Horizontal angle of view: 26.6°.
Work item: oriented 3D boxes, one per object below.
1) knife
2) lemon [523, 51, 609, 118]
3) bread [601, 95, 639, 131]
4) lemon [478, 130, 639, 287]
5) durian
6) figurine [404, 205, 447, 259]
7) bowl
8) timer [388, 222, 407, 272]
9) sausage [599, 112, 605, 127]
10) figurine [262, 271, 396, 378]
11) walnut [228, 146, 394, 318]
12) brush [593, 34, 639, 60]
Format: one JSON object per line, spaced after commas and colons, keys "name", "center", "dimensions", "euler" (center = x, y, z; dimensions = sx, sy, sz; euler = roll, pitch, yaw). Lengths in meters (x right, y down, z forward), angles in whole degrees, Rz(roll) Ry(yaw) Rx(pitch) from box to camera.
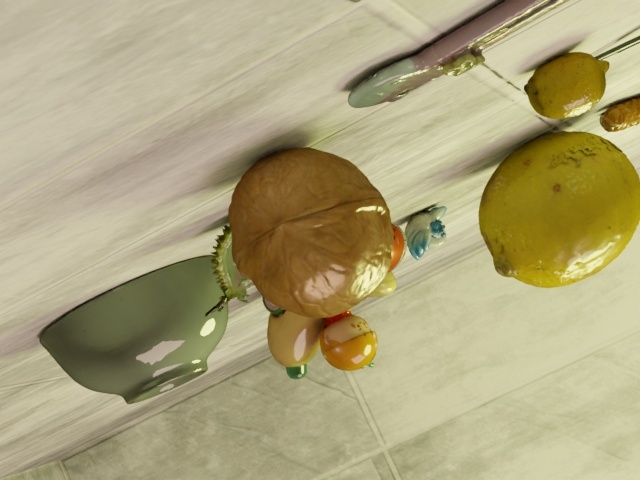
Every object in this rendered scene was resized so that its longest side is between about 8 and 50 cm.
{"name": "knife", "center": [0.202, -0.224, 1.324], "dimensions": [0.398, 0.038, 0.132], "euler": [-30, 174, 25]}
{"name": "lemon", "center": [0.314, -0.196, 1.706], "dimensions": [0.110, 0.082, 0.082], "euler": [-20, 174, 15]}
{"name": "bread", "center": [0.549, -0.224, 2.364], "dimensions": [0.157, 0.044, 0.052], "euler": [-20, 155, -41]}
{"name": "lemon", "center": [0.402, -0.049, 2.288], "dimensions": [0.310, 0.258, 0.258], "euler": [-38, 176, -18]}
{"name": "durian", "center": [-0.081, 0.010, 1.747], "dimensions": [0.215, 0.100, 0.086], "euler": [-35, 167, 16]}
{"name": "figurine", "center": [0.197, -0.012, 2.545], "dimensions": [0.114, 0.079, 0.114], "euler": [-159, -90, -85]}
{"name": "bowl", "center": [-0.248, 0.148, 1.974], "dimensions": [0.289, 0.146, 0.289], "euler": [-25, 173, -3]}
{"name": "timer", "center": [0.076, 0.017, 2.322], "dimensions": [0.136, 0.099, 0.136], "euler": [-25, 159, -10]}
{"name": "sausage", "center": [0.539, -0.223, 2.412], "dimensions": [0.107, 0.031, 0.031], "euler": [-20, 171, -41]}
{"name": "figurine", "center": [0.023, 0.148, 2.535], "dimensions": [0.324, 0.222, 0.124], "euler": [-31, 168, 38]}
{"name": "walnut", "center": [-0.010, -0.010, 1.510], "dimensions": [0.193, 0.193, 0.225], "euler": [-27, 163, 9]}
{"name": "brush", "center": [0.431, -0.276, 1.771], "dimensions": [0.266, 0.027, 0.062], "euler": [-25, 173, 29]}
